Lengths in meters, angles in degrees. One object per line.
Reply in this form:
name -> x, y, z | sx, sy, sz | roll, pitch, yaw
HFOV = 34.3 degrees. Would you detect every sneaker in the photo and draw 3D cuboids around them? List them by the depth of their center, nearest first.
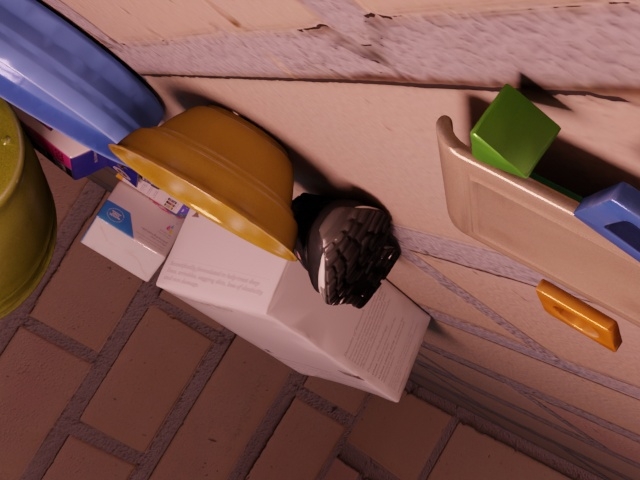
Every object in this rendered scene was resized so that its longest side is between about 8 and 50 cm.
sneaker -> 0.000, 0.000, 1.112 | 0.124, 0.107, 0.283 | 36, 174, 13

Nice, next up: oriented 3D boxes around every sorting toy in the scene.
sorting toy -> 0.160, -0.003, 0.632 | 0.196, 0.047, 0.347 | 34, 174, 15

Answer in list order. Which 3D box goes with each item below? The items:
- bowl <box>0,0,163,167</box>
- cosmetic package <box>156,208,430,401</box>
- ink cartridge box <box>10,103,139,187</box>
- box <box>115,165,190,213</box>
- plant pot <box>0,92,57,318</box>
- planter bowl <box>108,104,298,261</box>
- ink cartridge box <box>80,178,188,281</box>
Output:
bowl -> -0.352, -0.216, 1.174 | 0.391, 0.077, 0.391 | 30, 173, 4
cosmetic package -> -0.027, 0.090, 1.517 | 0.217, 0.156, 0.385 | 10, 163, 39
ink cartridge box -> -0.444, -0.193, 1.599 | 0.371, 0.069, 0.176 | 36, 167, -5
box -> -0.265, -0.097, 1.714 | 0.136, 0.028, 0.081 | 31, 144, -11
plant pot -> -0.551, -0.075, 1.467 | 0.366, 0.366, 0.353 | 32, 157, -7
planter bowl -> -0.094, -0.072, 1.029 | 0.217, 0.090, 0.217 | 30, 172, 4
ink cartridge box -> -0.297, -0.054, 1.779 | 0.134, 0.231, 0.078 | 32, 131, -10
